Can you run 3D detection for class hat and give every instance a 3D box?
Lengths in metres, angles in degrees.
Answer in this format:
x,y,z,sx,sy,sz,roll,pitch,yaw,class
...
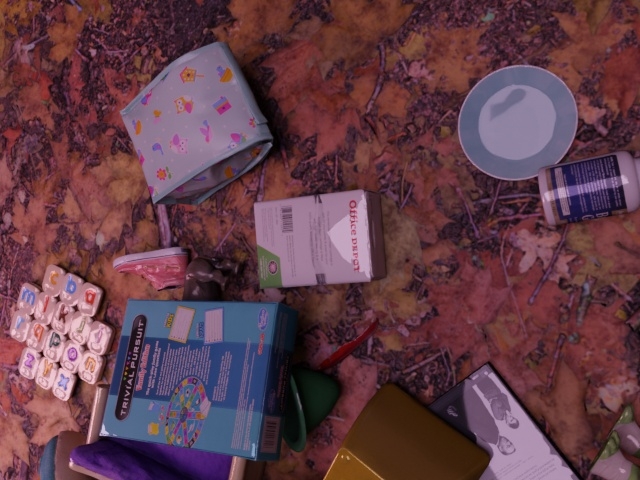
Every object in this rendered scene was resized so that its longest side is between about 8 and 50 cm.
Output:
x,y,z,sx,sy,sz,roll,pitch,yaw,class
0.020,0.273,1.182,0.208,0.184,0.172,121,133,-59,hat

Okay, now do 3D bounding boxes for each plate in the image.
x,y,z,sx,sy,sz,roll,pitch,yaw,class
0.320,-0.190,1.051,0.188,0.024,0.188,-1,89,24,plate

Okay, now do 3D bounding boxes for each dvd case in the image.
x,y,z,sx,sy,sz,roll,pitch,yaw,class
0.283,0.347,1.059,0.179,0.030,0.238,-42,74,18,dvd case

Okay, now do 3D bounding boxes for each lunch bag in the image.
x,y,z,sx,sy,sz,roll,pitch,yaw,class
-0.223,-0.218,1.226,0.262,0.160,0.223,-30,77,27,lunch bag

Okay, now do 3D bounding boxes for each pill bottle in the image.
x,y,z,sx,sy,sz,roll,pitch,yaw,class
0.421,-0.081,0.965,0.170,0.094,0.094,-11,85,24,pill bottle

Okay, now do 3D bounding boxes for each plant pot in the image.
x,y,z,sx,sy,sz,roll,pitch,yaw,class
0.107,0.391,1.030,0.212,0.187,0.212,34,111,25,plant pot

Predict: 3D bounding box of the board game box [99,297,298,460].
x,y,z,sx,sy,sz,roll,pitch,yaw,class
-0.215,0.235,1.139,0.336,0.079,0.253,-1,72,28,board game box

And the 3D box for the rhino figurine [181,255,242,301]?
x,y,z,sx,sy,sz,roll,pitch,yaw,class
-0.236,0.145,1.274,0.106,0.073,0.243,18,98,20,rhino figurine

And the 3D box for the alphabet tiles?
x,y,z,sx,sy,sz,roll,pitch,yaw,class
-0.588,0.207,1.461,0.284,0.021,0.277,22,99,23,alphabet tiles

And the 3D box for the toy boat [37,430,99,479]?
x,y,z,sx,sy,sz,roll,pitch,yaw,class
-0.522,0.572,1.324,0.148,0.267,0.317,-10,108,-17,toy boat

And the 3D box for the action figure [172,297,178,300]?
x,y,z,sx,sy,sz,roll,pitch,yaw,class
-0.298,0.176,1.327,0.038,0.030,0.115,-3,86,29,action figure

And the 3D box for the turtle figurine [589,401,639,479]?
x,y,z,sx,sy,sz,roll,pitch,yaw,class
0.529,0.317,0.862,0.266,0.274,0.197,32,68,26,turtle figurine

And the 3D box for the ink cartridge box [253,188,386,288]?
x,y,z,sx,sy,sz,roll,pitch,yaw,class
0.000,0.000,1.156,0.220,0.093,0.160,-5,88,24,ink cartridge box

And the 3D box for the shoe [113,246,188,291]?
x,y,z,sx,sy,sz,roll,pitch,yaw,class
-0.350,0.067,1.330,0.178,0.063,0.081,-10,80,20,shoe

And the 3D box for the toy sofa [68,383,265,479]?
x,y,z,sx,sy,sz,roll,pitch,yaw,class
-0.294,0.399,1.241,0.363,0.177,0.150,15,96,25,toy sofa
